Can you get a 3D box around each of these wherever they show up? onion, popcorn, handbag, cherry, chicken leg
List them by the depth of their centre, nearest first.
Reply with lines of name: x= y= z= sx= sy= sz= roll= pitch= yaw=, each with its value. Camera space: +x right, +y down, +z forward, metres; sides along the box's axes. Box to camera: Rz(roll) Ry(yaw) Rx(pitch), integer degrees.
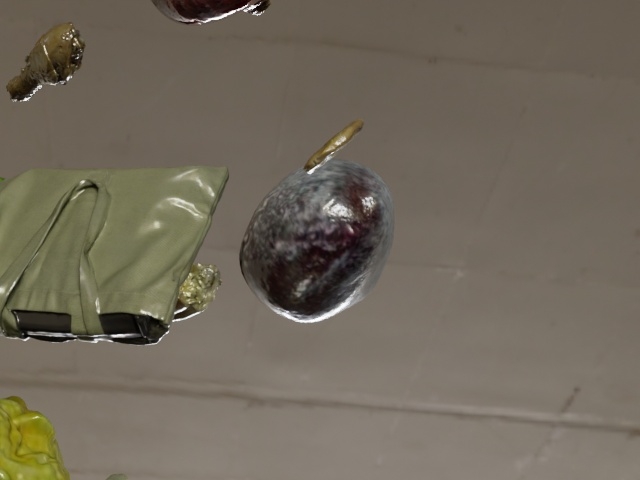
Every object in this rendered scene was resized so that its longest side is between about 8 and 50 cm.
popcorn: x=-0.404 y=0.285 z=1.284 sx=0.251 sy=0.206 sz=0.237 roll=-13 pitch=-23 yaw=-18
handbag: x=-0.283 y=0.006 z=1.334 sx=0.315 sy=0.253 sz=0.109 roll=1 pitch=-43 yaw=15
onion: x=-0.133 y=-0.344 z=1.544 sx=0.206 sy=0.098 sz=0.151 roll=-30 pitch=-59 yaw=25
cherry: x=0.000 y=0.000 z=1.767 sx=0.218 sy=0.255 sz=0.296 roll=45 pitch=-44 yaw=7
chicken leg: x=-0.451 y=-0.277 z=1.866 sx=0.198 sy=0.069 sz=0.085 roll=-29 pitch=-76 yaw=37

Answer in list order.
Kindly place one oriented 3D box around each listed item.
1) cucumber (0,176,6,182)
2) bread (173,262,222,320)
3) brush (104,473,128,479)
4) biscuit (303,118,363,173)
cucumber: x=-0.453 y=-0.061 z=1.631 sx=0.039 sy=0.039 sz=0.168 roll=15 pitch=-14 yaw=-11
bread: x=-0.359 y=0.052 z=2.242 sx=0.314 sy=0.171 sz=0.192 roll=30 pitch=-48 yaw=-10
brush: x=-0.438 y=0.507 z=1.996 sx=0.085 sy=0.336 sz=0.020 roll=6 pitch=-62 yaw=25
biscuit: x=0.016 y=-0.105 z=1.259 sx=0.071 sy=0.147 sz=0.018 roll=-39 pitch=-85 yaw=14
